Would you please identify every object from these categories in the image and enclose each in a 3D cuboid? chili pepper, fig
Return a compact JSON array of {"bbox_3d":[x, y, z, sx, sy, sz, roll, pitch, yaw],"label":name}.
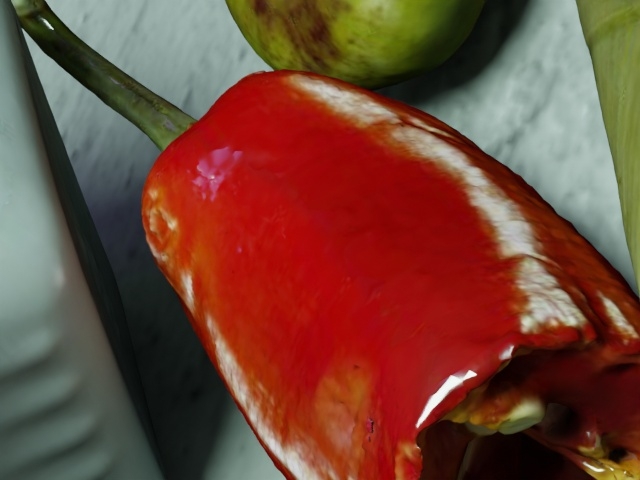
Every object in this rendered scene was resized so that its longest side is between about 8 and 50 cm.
[{"bbox_3d":[0.002,0.003,0.751,0.338,0.131,0.134,44,143,48],"label":"chili pepper"},{"bbox_3d":[0.013,-0.132,0.806,0.153,0.121,0.136,-104,31,-44],"label":"fig"}]

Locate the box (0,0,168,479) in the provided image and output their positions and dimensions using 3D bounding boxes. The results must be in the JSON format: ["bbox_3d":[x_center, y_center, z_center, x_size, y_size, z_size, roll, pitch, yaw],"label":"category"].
[{"bbox_3d":[-0.140,0.024,0.790,0.106,0.336,0.264,-17,54,-2],"label":"box"}]

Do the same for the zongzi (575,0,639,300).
[{"bbox_3d":[0.098,-0.129,0.709,0.274,0.145,0.300,24,84,50],"label":"zongzi"}]
